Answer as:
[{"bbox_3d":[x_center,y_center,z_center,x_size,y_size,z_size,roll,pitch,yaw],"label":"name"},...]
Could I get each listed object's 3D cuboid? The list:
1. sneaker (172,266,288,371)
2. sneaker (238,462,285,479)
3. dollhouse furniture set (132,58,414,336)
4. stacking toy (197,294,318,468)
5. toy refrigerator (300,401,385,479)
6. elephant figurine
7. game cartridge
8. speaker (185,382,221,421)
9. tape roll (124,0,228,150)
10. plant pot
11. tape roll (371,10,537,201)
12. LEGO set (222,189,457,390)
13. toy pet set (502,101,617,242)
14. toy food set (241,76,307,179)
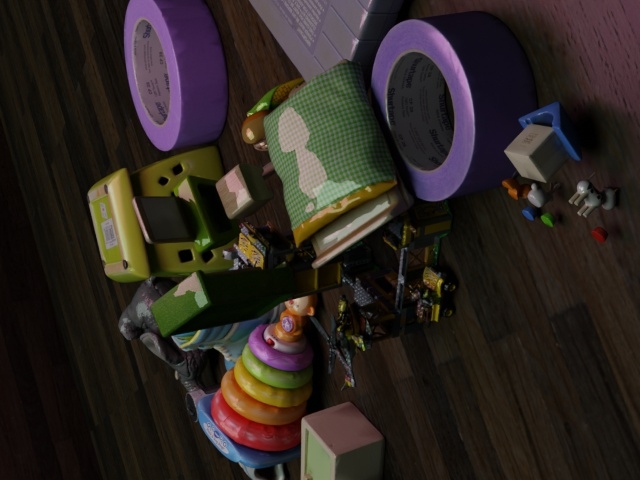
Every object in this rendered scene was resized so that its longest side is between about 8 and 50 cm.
[{"bbox_3d":[-0.174,0.146,1.631,0.127,0.208,0.319,59,150,31],"label":"sneaker"},{"bbox_3d":[-0.115,0.337,1.732,0.092,0.087,0.229,33,147,50],"label":"sneaker"},{"bbox_3d":[-0.070,-0.048,1.098,0.301,0.151,0.197,-35,70,38],"label":"dollhouse furniture set"},{"bbox_3d":[-0.066,0.194,1.543,0.175,0.165,0.302,41,123,36],"label":"stacking toy"},{"bbox_3d":[0.026,0.388,1.476,0.102,0.094,0.269,41,138,49],"label":"toy refrigerator"},{"bbox_3d":[-0.278,0.197,1.965,0.169,0.186,0.239,-46,63,10],"label":"elephant figurine"},{"bbox_3d":[-0.014,-0.352,1.225,0.355,0.068,0.230,58,148,33],"label":"game cartridge"},{"bbox_3d":[-0.172,0.283,1.771,0.055,0.136,0.055,39,136,52],"label":"speaker"},{"bbox_3d":[-0.256,-0.298,1.717,0.275,0.090,0.275,40,137,51],"label":"tape roll"},{"bbox_3d":[-0.291,-0.035,1.780,0.228,0.207,0.227,-9,93,63],"label":"plant pot"},{"bbox_3d":[0.134,-0.139,1.024,0.189,0.080,0.189,36,132,52],"label":"tape roll"},{"bbox_3d":[0.000,0.000,1.228,0.331,0.192,0.255,50,144,42],"label":"LEGO set"},{"bbox_3d":[0.225,-0.069,0.926,0.114,0.065,0.122,49,169,-27],"label":"toy pet set"},{"bbox_3d":[-0.047,-0.163,1.266,0.038,0.132,0.192,47,-162,-27],"label":"toy food set"}]
